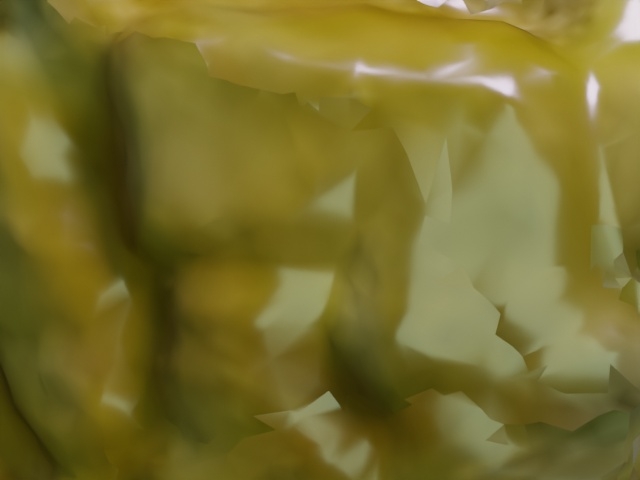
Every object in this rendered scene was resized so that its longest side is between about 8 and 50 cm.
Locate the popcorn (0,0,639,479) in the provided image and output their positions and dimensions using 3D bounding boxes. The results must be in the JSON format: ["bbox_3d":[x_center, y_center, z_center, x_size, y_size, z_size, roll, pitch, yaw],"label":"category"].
[{"bbox_3d":[0.005,-0.005,0.437,0.249,0.225,0.249,0,117,1],"label":"popcorn"}]
